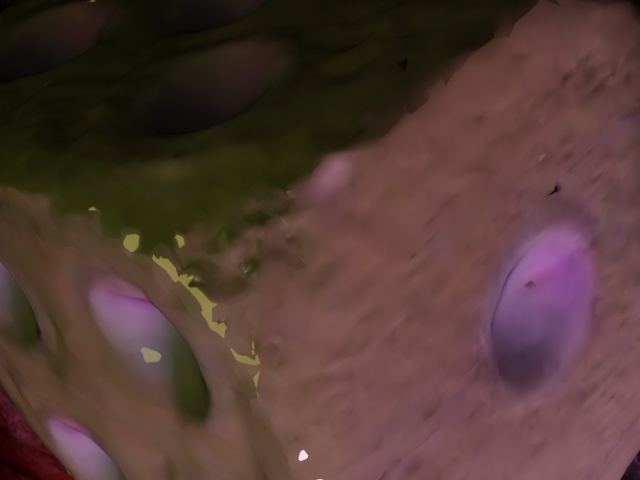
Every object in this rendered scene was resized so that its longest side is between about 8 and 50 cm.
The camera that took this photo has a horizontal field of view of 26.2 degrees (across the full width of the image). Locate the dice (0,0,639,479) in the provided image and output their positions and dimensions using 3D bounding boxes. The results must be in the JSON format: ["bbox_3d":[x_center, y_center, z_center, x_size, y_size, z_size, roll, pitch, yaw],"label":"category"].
[{"bbox_3d":[0.000,0.000,0.595,0.250,0.254,0.252,20,140,44],"label":"dice"}]

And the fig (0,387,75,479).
[{"bbox_3d":[-0.124,0.068,0.827,0.263,0.224,0.224,34,138,33],"label":"fig"}]
